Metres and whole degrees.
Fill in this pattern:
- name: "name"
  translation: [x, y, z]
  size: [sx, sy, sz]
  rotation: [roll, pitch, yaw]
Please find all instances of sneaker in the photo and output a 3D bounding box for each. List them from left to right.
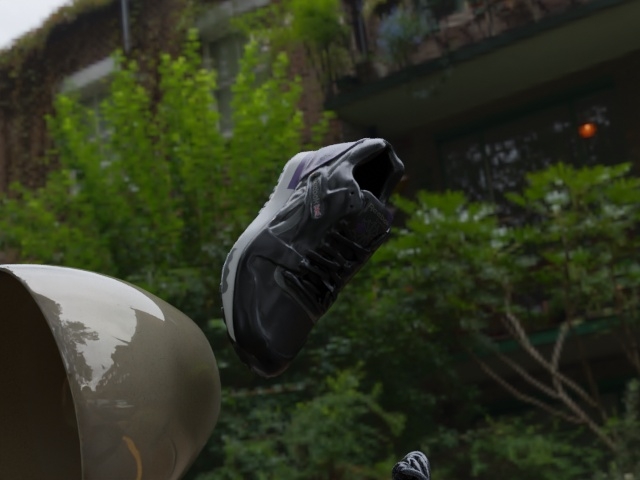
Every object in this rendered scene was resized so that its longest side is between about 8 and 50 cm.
- name: "sneaker"
  translation: [0.000, 0.000, 1.050]
  size: [0.124, 0.283, 0.107]
  rotation: [-17, -51, 37]

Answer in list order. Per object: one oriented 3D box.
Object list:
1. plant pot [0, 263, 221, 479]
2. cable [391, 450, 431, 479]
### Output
- name: "plant pot"
  translation: [-0.211, 0.152, 1.069]
  size: [0.191, 0.284, 0.284]
  rotation: [-9, -12, -37]
- name: "cable"
  translation: [0.074, 0.259, 0.842]
  size: [0.047, 0.184, 0.150]
  rotation: [-6, -7, -7]
